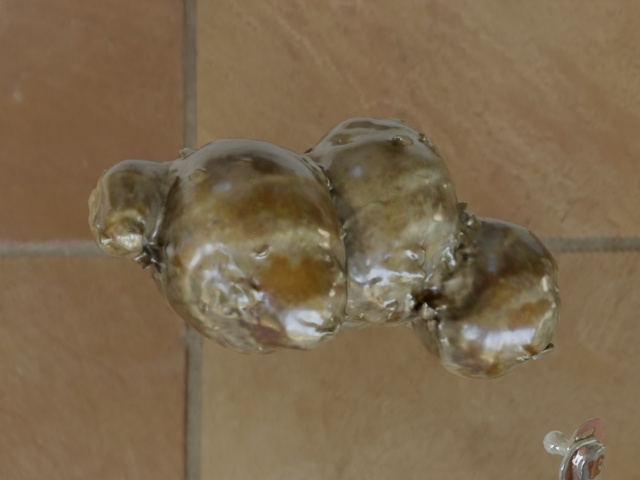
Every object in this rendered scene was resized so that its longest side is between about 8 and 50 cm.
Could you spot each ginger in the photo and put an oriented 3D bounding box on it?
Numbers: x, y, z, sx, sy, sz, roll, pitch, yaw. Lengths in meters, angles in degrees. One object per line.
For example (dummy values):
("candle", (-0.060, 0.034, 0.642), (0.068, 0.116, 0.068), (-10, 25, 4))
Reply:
("ginger", (0.000, 0.000, 1.104), (0.375, 0.176, 0.256), (5, 37, -33))

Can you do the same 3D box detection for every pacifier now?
("pacifier", (0.288, 0.245, 1.636), (0.081, 0.099, 0.078), (-12, 29, -40))
